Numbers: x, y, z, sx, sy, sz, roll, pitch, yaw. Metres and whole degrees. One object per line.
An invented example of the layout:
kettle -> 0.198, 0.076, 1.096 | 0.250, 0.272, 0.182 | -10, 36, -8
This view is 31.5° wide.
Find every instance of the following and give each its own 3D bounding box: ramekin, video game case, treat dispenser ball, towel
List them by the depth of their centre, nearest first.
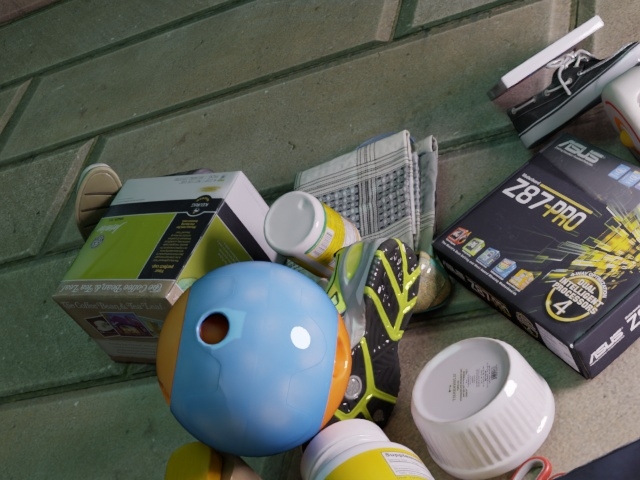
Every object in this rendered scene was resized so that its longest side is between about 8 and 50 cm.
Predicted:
treat dispenser ball -> -0.098, 0.174, 1.677 | 0.288, 0.288, 0.288 | -22, 38, 18
ramekin -> 0.232, 0.240, 1.685 | 0.207, 0.109, 0.207 | -25, 32, 17
video game case -> 0.415, -0.337, 2.134 | 0.204, 0.025, 0.285 | -33, 0, 4
towel -> 0.077, -0.053, 2.161 | 0.324, 0.056, 0.312 | -16, 49, 25

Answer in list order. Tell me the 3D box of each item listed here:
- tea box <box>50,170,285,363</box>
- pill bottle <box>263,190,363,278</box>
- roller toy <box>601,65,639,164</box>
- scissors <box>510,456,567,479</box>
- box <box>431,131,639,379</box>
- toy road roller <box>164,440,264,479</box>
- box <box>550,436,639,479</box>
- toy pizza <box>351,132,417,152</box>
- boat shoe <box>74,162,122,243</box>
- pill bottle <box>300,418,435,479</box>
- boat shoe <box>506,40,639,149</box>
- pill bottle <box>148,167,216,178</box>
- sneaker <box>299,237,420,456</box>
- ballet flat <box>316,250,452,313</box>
tea box -> -0.288, 0.056, 2.234 | 0.329, 0.220, 0.324 | -1, 47, 39
pill bottle -> 0.000, 0.000, 2.004 | 0.117, 0.208, 0.118 | -12, 65, 28
roller toy -> 0.555, -0.202, 1.860 | 0.146, 0.191, 0.209 | -33, 36, 6
scissors -> 0.259, 0.426, 1.547 | 0.109, 0.021, 0.297 | 11, 57, 43
box -> 0.410, 0.009, 1.824 | 0.318, 0.097, 0.395 | -38, 35, -8
toy road roller -> -0.095, 0.448, 1.651 | 0.240, 0.202, 0.330 | -19, 43, 21
box -> 0.345, 0.400, 1.265 | 0.294, 0.296, 0.183 | -30, 36, 9
toy pizza -> 0.115, -0.135, 2.277 | 0.201, 0.032, 0.201 | -23, 41, 21
boat shoe -> -0.467, -0.046, 2.436 | 0.113, 0.302, 0.103 | -5, 37, -10
pill bottle -> 0.093, 0.400, 1.564 | 0.188, 0.188, 0.334 | -37, 35, -1
boat shoe -> 0.452, -0.279, 2.008 | 0.113, 0.105, 0.306 | -25, -9, -39
pill bottle -> -0.292, -0.086, 2.472 | 0.245, 0.130, 0.130 | -8, 44, 33
sneaker -> 0.047, 0.182, 1.856 | 0.147, 0.145, 0.385 | 3, 68, 49
ballet flat -> 0.056, 0.103, 1.990 | 0.348, 0.123, 0.123 | -21, 38, 20
